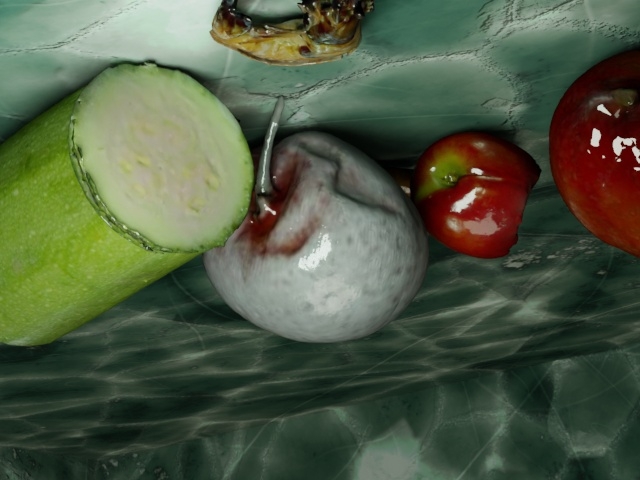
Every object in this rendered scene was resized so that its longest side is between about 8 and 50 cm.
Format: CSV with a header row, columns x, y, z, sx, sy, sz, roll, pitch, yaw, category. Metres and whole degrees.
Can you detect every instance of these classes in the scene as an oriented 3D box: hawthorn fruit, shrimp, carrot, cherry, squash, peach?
x,y,z,sx,sy,sz,roll,pitch,yaw,category
0.437,-0.115,1.859,0.311,0.295,0.295,17,152,-26,hawthorn fruit
-0.035,-0.254,1.550,0.178,0.075,0.289,-4,175,-5,shrimp
0.087,-0.094,2.124,0.139,0.048,0.048,7,159,-16,carrot
0.008,0.001,1.947,0.335,0.291,0.326,21,171,-20,cherry
-0.295,-0.043,1.768,0.263,0.263,0.384,7,156,-40,squash
0.241,-0.063,2.059,0.196,0.190,0.226,-32,147,25,peach

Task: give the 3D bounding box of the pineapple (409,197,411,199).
x,y,z,sx,sy,sz,roll,pitch,yaw,category
0.150,-0.059,2.227,0.116,0.069,0.137,6,156,-36,pineapple
